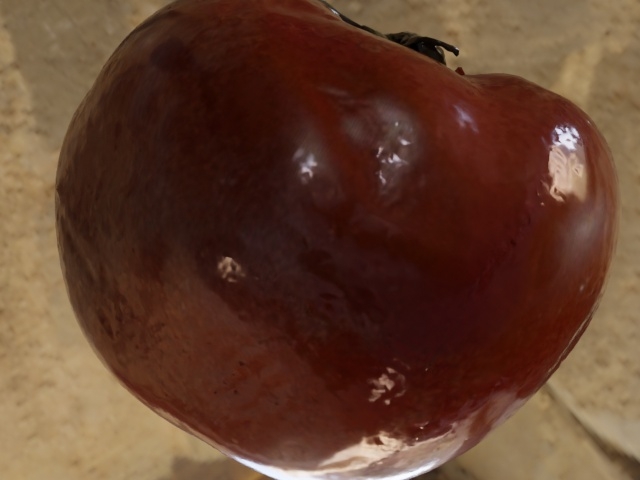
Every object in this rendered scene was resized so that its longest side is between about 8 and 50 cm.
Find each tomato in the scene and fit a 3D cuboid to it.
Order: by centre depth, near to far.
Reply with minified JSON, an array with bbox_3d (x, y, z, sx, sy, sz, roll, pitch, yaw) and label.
[{"bbox_3d":[0.000,0.000,0.506,0.151,0.187,0.187,-59,-37,-3],"label":"tomato"}]
